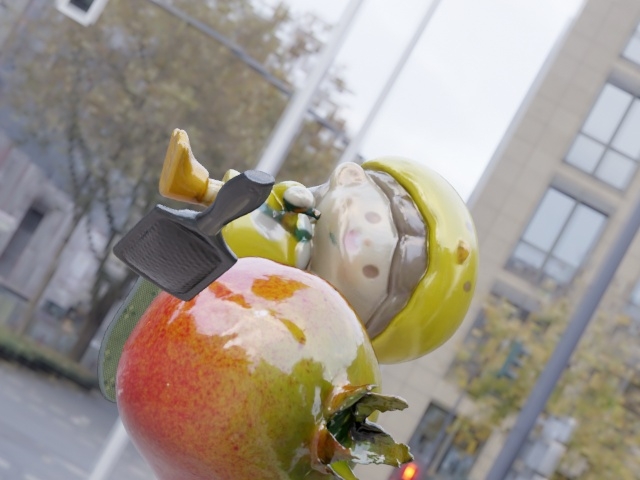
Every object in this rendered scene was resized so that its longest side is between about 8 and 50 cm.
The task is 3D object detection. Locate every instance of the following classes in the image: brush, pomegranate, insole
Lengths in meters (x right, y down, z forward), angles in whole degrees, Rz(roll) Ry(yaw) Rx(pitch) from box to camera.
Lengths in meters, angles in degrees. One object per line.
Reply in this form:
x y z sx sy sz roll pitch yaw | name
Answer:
-0.073 -0.006 0.919 0.063 0.016 0.193 33 -32 -12 | brush
-0.042 0.127 1.230 0.257 0.221 0.221 22 -10 31 | pomegranate
-0.246 0.100 2.220 0.109 0.322 0.007 18 16 -31 | insole

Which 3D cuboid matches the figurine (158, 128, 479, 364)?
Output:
0.000 0.000 1.518 0.344 0.215 0.187 16 -9 -23 | figurine
